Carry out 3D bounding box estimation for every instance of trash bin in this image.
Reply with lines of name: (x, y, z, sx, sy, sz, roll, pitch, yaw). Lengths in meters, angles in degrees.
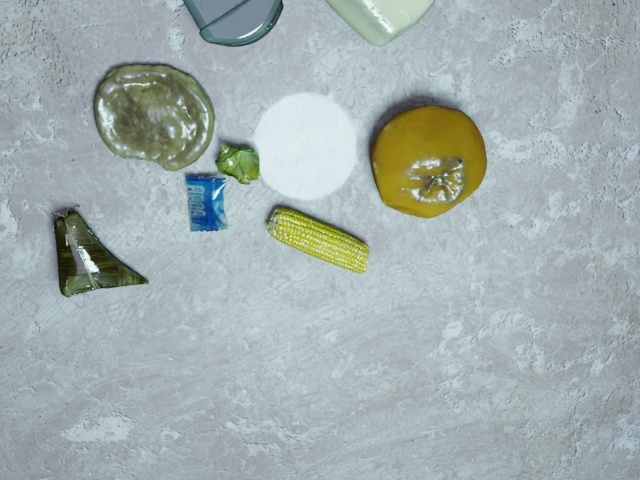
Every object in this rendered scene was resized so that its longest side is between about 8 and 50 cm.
trash bin: (-0.178, -0.477, 0.935, 0.176, 0.101, 0.236, -29, 108, 6)

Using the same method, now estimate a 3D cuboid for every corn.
corn: (0.000, 0.000, 1.144, 0.248, 0.081, 0.081, 23, 106, -14)

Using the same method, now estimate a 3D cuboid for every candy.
candy: (-0.245, -0.076, 1.108, 0.088, 0.038, 0.136, 0, 120, -4)

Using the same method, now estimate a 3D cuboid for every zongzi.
zongzi: (-0.471, 0.019, 1.100, 0.183, 0.084, 0.188, -5, 107, -21)

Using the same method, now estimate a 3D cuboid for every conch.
conch: (-0.168, -0.161, 1.064, 0.089, 0.074, 0.121, -16, 137, 23)

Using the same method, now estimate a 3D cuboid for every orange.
orange: (0.221, -0.163, 1.055, 0.248, 0.183, 0.249, -3, 112, -7)

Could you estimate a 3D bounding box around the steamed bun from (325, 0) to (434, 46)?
steamed bun: (0.122, -0.497, 0.933, 0.200, 0.155, 0.250, 33, 97, -20)

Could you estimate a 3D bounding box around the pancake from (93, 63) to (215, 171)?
pancake: (-0.335, -0.247, 1.030, 0.236, 0.042, 0.222, 33, 107, -16)
